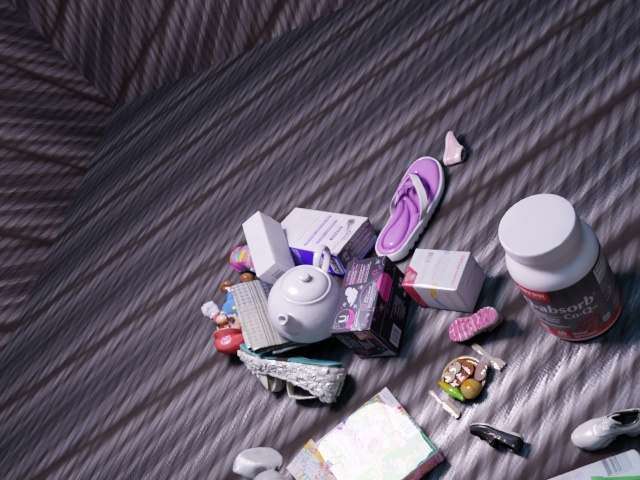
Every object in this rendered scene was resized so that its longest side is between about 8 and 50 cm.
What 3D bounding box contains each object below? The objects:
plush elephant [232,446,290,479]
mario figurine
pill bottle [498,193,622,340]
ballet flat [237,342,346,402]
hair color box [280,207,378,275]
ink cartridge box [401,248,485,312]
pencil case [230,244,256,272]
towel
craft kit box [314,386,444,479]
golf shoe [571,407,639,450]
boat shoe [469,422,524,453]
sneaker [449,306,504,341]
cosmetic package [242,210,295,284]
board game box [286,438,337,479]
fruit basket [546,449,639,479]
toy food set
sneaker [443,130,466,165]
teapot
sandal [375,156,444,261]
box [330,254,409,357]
[{"bbox_3d":[-0.157,0.670,1.701,0.256,0.329,0.271,-20,34,-2],"label":"plush elephant"},{"bbox_3d":[-0.297,0.234,2.298,0.320,0.170,0.198,-90,24,-50],"label":"mario figurine"},{"bbox_3d":[0.562,0.065,1.624,0.210,0.363,0.210,-22,44,23],"label":"pill bottle"},{"bbox_3d":[-0.102,0.397,2.048,0.409,0.147,0.146,5,59,42],"label":"ballet flat"},{"bbox_3d":[0.000,0.000,2.302,0.339,0.110,0.185,9,49,44],"label":"hair color box"},{"bbox_3d":[0.347,0.112,1.934,0.176,0.127,0.128,4,57,41],"label":"ink cartridge box"},{"bbox_3d":[-0.239,0.066,2.412,0.104,0.104,0.236,-55,19,-15],"label":"pencil case"},{"bbox_3d":[-0.102,0.221,2.163,0.313,0.056,0.324,-11,38,-13],"label":"towel"},{"bbox_3d":[0.144,0.537,1.759,0.247,0.061,0.250,-40,40,-4],"label":"craft kit box"},{"bbox_3d":[0.624,0.399,1.497,0.176,0.086,0.069,-26,45,20],"label":"golf shoe"},{"bbox_3d":[0.411,0.466,1.633,0.133,0.048,0.042,9,53,37],"label":"boat shoe"},{"bbox_3d":[0.419,0.226,1.834,0.170,0.075,0.063,-37,53,40],"label":"sneaker"},{"bbox_3d":[-0.165,0.028,2.229,0.085,0.117,0.231,-39,47,20],"label":"cosmetic package"},{"bbox_3d":[-0.011,0.619,1.849,0.103,0.026,0.154,-49,41,-8],"label":"board game box"},{"bbox_3d":[0.515,0.610,1.328,0.353,0.165,0.326,-28,42,14],"label":"fruit basket"},{"bbox_3d":[0.369,0.350,1.776,0.192,0.038,0.132,-47,40,-6],"label":"toy food set"},{"bbox_3d":[0.451,-0.308,2.283,0.070,0.051,0.134,-7,55,32],"label":"sneaker"},{"bbox_3d":[-0.040,0.159,2.028,0.253,0.187,0.256,-18,44,-15],"label":"teapot"},{"bbox_3d":[0.285,-0.122,2.208,0.170,0.102,0.416,-1,55,38],"label":"sandal"},{"bbox_3d":[0.149,0.193,1.993,0.142,0.163,0.247,-10,49,37],"label":"box"}]
